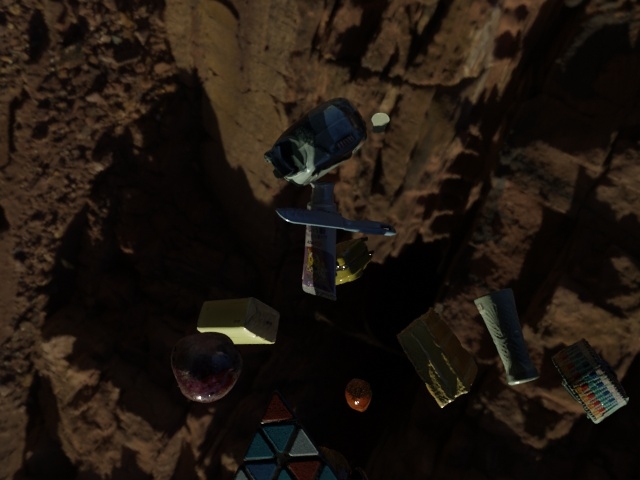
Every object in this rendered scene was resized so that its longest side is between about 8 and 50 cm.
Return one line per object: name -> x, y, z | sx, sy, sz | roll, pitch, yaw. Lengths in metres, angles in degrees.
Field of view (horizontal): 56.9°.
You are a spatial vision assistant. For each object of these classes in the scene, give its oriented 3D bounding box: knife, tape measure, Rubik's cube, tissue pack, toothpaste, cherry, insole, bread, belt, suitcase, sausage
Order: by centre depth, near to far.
knife -> 0.042, -0.043, 1.308 | 0.313, 0.044, 0.019 | 6, 152, -31
Rubik's cube -> -0.133, 0.498, 1.366 | 0.234, 0.284, 0.249 | -34, 122, -12
toothpaste -> 0.000, 0.000, 1.500 | 0.073, 0.114, 0.298 | -13, 109, -50
tape measure -> -0.005, -0.246, 1.546 | 0.275, 0.147, 0.256 | -35, 180, 1
cherry -> -0.307, 0.334, 1.599 | 0.195, 0.195, 0.195 | -53, 162, -26
bread -> 0.341, 0.321, 1.700 | 0.111, 0.239, 0.246 | -36, 169, 19
insole -> 0.171, -0.340, 1.714 | 0.152, 0.053, 0.002 | 96, -7, -79
belt -> 0.838, 0.431, 1.840 | 0.150, 0.257, 0.207 | -36, -155, 18
tissue pack -> -0.276, 0.276, 2.001 | 0.159, 0.234, 0.125 | 37, 55, -44
sausage -> 0.143, 0.581, 2.219 | 0.097, 0.094, 0.348 | -62, 166, -16
suitcase -> 0.107, 0.094, 2.581 | 0.194, 0.143, 0.235 | -17, -165, 42

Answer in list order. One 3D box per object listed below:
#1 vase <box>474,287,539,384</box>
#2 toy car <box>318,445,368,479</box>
vase -> 0.452, 0.233, 1.419 | 0.096, 0.219, 0.096 | -13, 161, -5
toy car -> 0.020, 0.798, 1.801 | 0.272, 0.340, 0.240 | -28, 132, -2
